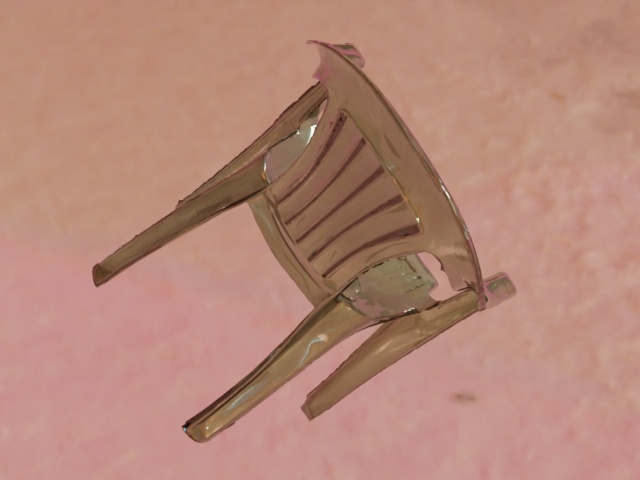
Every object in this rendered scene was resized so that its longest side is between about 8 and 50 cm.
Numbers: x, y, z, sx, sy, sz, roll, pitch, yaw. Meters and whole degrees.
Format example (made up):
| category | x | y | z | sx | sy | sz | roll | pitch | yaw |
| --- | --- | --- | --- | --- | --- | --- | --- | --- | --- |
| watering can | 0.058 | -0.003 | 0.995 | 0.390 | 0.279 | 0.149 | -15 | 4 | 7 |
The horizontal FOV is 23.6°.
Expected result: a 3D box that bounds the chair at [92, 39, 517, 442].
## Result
| category | x | y | z | sx | sy | sz | roll | pitch | yaw |
| --- | --- | --- | --- | --- | --- | --- | --- | --- | --- |
| chair | 0.000 | 0.000 | 1.006 | 0.203 | 0.275 | 0.190 | 55 | 29 | 7 |
